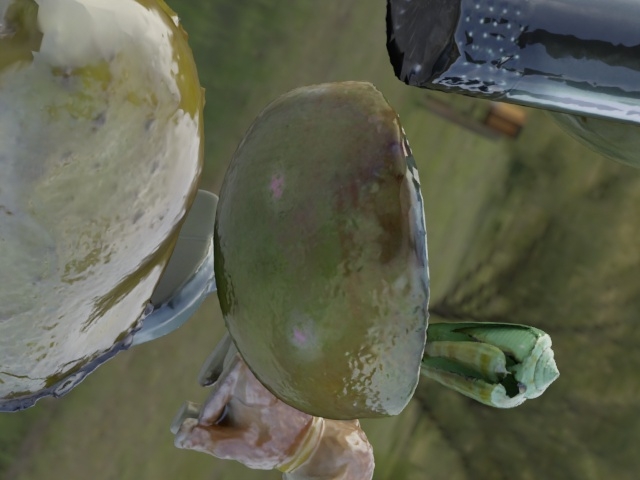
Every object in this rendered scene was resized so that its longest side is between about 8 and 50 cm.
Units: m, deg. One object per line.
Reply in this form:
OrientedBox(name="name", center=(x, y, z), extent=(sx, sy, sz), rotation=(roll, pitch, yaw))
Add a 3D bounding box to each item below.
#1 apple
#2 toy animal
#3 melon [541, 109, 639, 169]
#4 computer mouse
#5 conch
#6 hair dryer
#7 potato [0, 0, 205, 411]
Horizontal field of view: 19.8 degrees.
OrientedBox(name="apple", center=(0.000, 0.000, 1.338), extent=(0.193, 0.120, 0.265), rotation=(-23, -110, 60))
OrientedBox(name="toy animal", center=(-0.013, 0.145, 1.644), extent=(0.184, 0.185, 0.104), rotation=(-57, -172, 9))
OrientedBox(name="melon", center=(0.277, -0.174, 1.363), extent=(0.272, 0.308, 0.271), rotation=(5, 84, -59))
OrientedBox(name="computer mouse", center=(-0.235, 0.028, 1.604), extent=(0.095, 0.331, 0.197), rotation=(61, 30, -33))
OrientedBox(name="conch", center=(0.148, 0.118, 1.775), extent=(0.106, 0.170, 0.079), rotation=(-16, 109, -55))
OrientedBox(name="hair dryer", center=(0.212, -0.010, 0.634), extent=(0.284, 0.320, 0.155), rotation=(59, -42, 41))
OrientedBox(name="potato", center=(-0.165, -0.056, 0.954), extent=(0.229, 0.229, 0.266), rotation=(-61, 176, -36))
